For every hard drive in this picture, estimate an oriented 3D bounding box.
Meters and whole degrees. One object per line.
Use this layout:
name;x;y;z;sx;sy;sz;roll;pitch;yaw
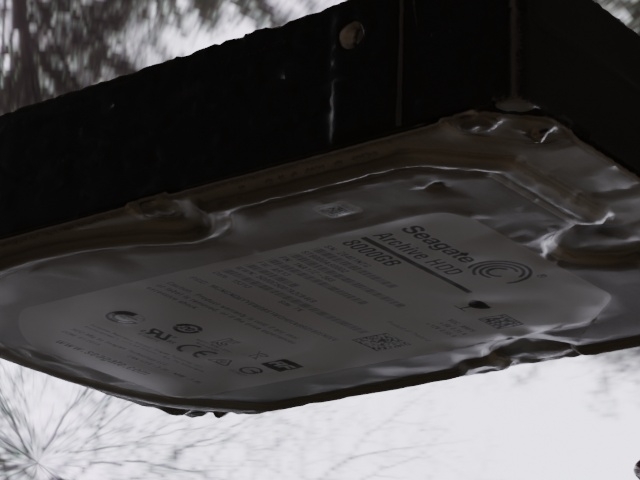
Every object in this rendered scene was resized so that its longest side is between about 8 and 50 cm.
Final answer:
hard drive;0.000;0.000;0.781;0.237;0.339;0.064;26;-122;-48

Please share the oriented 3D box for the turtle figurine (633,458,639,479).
turtle figurine;0.248;0.077;1.100;0.266;0.198;0.275;-31;-47;-9
